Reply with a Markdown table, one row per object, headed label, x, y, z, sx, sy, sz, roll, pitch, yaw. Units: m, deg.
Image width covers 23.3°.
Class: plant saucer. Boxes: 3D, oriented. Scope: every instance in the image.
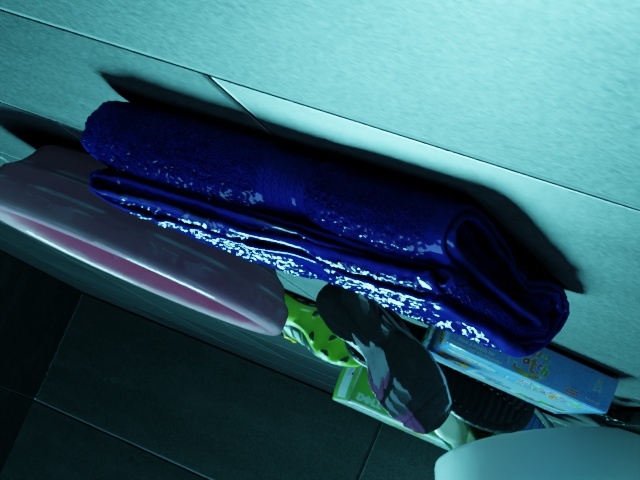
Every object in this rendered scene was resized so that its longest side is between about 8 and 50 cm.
| label | x | y | z | sx | sy | sz | roll | pitch | yaw |
| --- | --- | --- | --- | --- | --- | --- | --- | --- | --- |
| plant saucer | -0.176 | -0.006 | 1.541 | 0.332 | 0.084 | 0.332 | 24 | 173 | 3 |

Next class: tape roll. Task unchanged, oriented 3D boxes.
| label | x | y | z | sx | sy | sz | roll | pitch | yaw |
| --- | --- | --- | --- | --- | --- | --- | --- | --- | --- |
| tape roll | 0.275 | 0.300 | 1.799 | 0.286 | 0.100 | 0.286 | -3 | 157 | -1 |

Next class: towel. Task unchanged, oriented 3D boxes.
| label | x | y | z | sx | sy | sz | roll | pitch | yaw |
| --- | --- | --- | --- | --- | --- | --- | --- | --- | --- |
| towel | 0.000 | 0.000 | 1.078 | 0.308 | 0.076 | 0.227 | 19 | 170 | 31 |

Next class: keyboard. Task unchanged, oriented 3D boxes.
| label | x | y | z | sx | sy | sz | roll | pitch | yaw |
| --- | --- | --- | --- | --- | --- | --- | --- | --- | --- |
| keyboard | 0.334 | 0.184 | 1.571 | 0.108 | 0.023 | 0.180 | 17 | 172 | -4 |

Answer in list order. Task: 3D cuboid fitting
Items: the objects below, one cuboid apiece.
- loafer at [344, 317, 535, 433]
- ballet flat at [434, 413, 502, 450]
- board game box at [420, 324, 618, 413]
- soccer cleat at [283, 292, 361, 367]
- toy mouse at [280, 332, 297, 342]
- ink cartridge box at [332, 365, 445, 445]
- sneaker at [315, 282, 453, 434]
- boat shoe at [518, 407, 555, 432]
| label | x | y | z | sx | sy | sz | roll | pitch | yaw |
| --- | --- | --- | --- | --- | --- | --- | --- | --- | --- |
| loafer | 0.129 | 0.131 | 1.651 | 0.220 | 0.080 | 0.078 | 29 | -178 | -4 |
| ballet flat | 0.170 | 0.229 | 1.878 | 0.083 | 0.087 | 0.247 | -20 | 131 | 25 |
| board game box | 0.185 | 0.121 | 1.503 | 0.160 | 0.039 | 0.211 | 24 | 174 | -1 |
| soccer cleat | -0.016 | 0.102 | 1.945 | 0.179 | 0.060 | 0.072 | 28 | -177 | 11 |
| toy mouse | -0.027 | 0.133 | 2.257 | 0.161 | 0.031 | 0.143 | 26 | 172 | -24 |
| ink cartridge box | 0.134 | 0.200 | 1.993 | 0.188 | 0.097 | 0.255 | 24 | 173 | -6 |
| sneaker | 0.075 | 0.108 | 1.543 | 0.178 | 0.072 | 0.077 | 57 | -164 | 14 |
| boat shoe | 0.274 | 0.247 | 2.056 | 0.066 | 0.066 | 0.183 | 22 | -176 | -24 |
